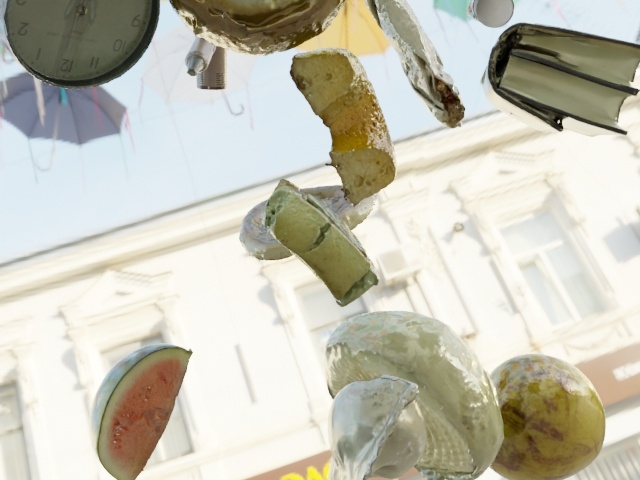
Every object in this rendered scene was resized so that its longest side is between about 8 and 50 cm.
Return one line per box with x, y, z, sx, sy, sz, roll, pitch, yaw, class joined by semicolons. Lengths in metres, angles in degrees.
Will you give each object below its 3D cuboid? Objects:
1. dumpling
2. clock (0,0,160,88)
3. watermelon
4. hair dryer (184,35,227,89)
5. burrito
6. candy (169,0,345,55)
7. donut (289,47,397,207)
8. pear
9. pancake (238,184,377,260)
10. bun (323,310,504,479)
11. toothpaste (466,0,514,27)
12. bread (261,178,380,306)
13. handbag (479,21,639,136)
0.067;0.291;1.197;0.142;0.172;0.247;28;-37;-4;dumpling
-0.308;-0.296;1.094;0.215;0.042;0.215;-25;-42;-24;clock
-0.398;0.328;1.704;0.159;0.128;0.303;27;-97;-45;watermelon
-0.184;-0.319;1.302;0.053;0.220;0.195;3;-72;4;hair dryer
0.163;-0.387;1.620;0.076;0.392;0.117;-30;-7;9;burrito
-0.079;-0.362;1.065;0.259;0.260;0.118;-20;-4;-3;candy
0.040;-0.201;1.325;0.101;0.152;0.259;-20;-64;16;donut
0.454;0.374;1.772;0.280;0.281;0.281;-16;-30;-10;pear
-0.032;-0.057;1.973;0.356;0.356;0.065;-17;-69;-9;pancake
0.186;0.260;1.552;0.202;0.364;0.364;-46;-20;-26;bun
0.209;-0.301;1.066;0.045;0.193;0.071;33;-67;-8;toothpaste
0.000;0.000;0.915;0.064;0.117;0.156;-42;-55;4;bread
0.394;-0.265;1.439;0.358;0.236;0.160;-34;-37;-78;handbag
